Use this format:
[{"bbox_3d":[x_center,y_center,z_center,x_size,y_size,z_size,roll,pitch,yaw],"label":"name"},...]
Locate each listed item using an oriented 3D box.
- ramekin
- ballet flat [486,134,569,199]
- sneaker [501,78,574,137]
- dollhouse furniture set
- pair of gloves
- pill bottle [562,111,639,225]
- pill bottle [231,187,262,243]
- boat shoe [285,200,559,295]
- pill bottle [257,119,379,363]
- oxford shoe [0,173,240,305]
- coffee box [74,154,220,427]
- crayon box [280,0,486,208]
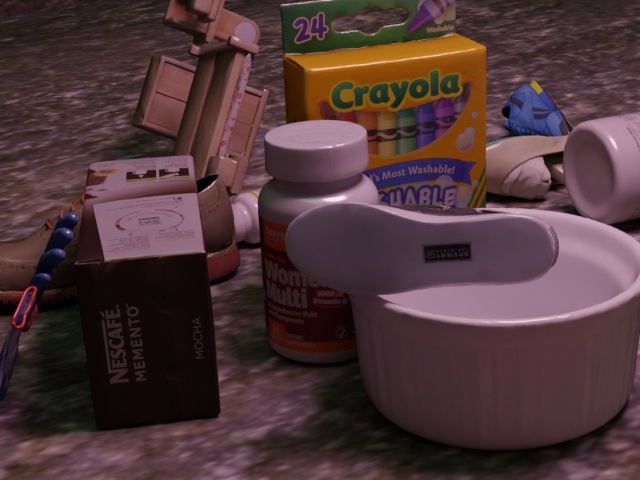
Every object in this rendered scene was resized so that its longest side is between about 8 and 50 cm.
[{"bbox_3d":[0.160,0.077,1.216,0.277,0.135,0.277,-3,21,1],"label":"ramekin"},{"bbox_3d":[0.298,-0.096,1.747,0.248,0.086,0.086,-13,23,-28],"label":"ballet flat"},{"bbox_3d":[0.323,-0.164,1.956,0.082,0.069,0.209,-35,29,8],"label":"sneaker"},{"bbox_3d":[-0.094,-0.191,1.752,0.174,0.303,0.355,17,-5,-28],"label":"dollhouse furniture set"},{"bbox_3d":[-0.274,0.071,1.243,0.023,0.159,0.198,22,46,-9],"label":"pair of gloves"},{"bbox_3d":[0.430,-0.100,1.654,0.229,0.131,0.131,-11,22,-21],"label":"pill bottle"},{"bbox_3d":[-0.070,-0.032,1.636,0.116,0.065,0.065,-17,25,-33],"label":"pill bottle"},{"bbox_3d":[0.087,0.002,1.138,0.229,0.080,0.076,-3,3,9],"label":"boat shoe"},{"bbox_3d":[0.000,0.000,1.318,0.121,0.221,0.121,-3,21,1],"label":"pill bottle"},{"bbox_3d":[-0.269,-0.010,1.510,0.348,0.130,0.123,-8,21,-15],"label":"oxford shoe"},{"bbox_3d":[-0.171,0.039,1.315,0.119,0.168,0.297,-5,20,-6],"label":"coffee box"},{"bbox_3d":[0.070,-0.096,1.420,0.203,0.323,0.083,-10,22,-16],"label":"crayon box"}]
